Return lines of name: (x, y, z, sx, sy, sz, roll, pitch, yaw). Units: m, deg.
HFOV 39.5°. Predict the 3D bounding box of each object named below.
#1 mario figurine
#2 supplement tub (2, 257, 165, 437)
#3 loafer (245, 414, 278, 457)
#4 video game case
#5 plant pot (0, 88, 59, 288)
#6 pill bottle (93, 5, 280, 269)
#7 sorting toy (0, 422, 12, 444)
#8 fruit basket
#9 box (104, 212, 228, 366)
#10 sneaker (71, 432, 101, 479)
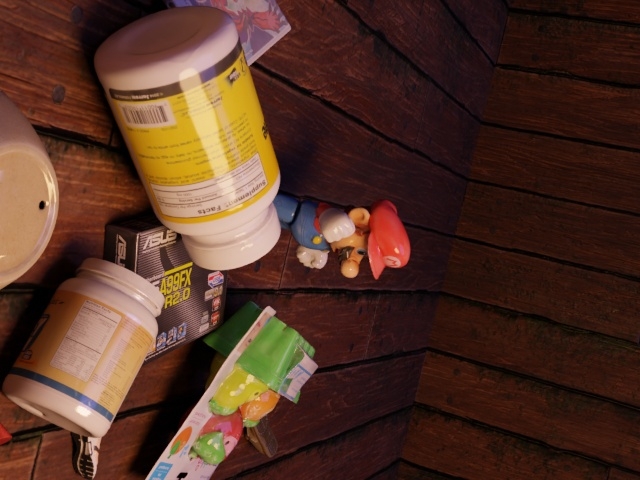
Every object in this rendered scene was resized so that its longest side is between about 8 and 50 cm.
mario figurine: (0.000, 0.000, 1.555, 0.198, 0.321, 0.170, -29, 129, -60)
supplement tub: (-0.301, 0.138, 1.155, 0.199, 0.144, 0.144, -66, 156, -24)
loafer: (-0.133, 0.388, 1.833, 0.056, 0.050, 0.148, -52, 132, -51)
video game case: (-0.140, -0.346, 1.297, 0.183, 0.023, 0.201, 58, 42, -20)
plant pot: (-0.365, -0.044, 0.837, 0.284, 0.191, 0.284, -45, 143, -50)
pill bottle: (-0.163, -0.130, 1.212, 0.188, 0.188, 0.333, -55, 141, -41)
sorting toy: (-0.445, 0.163, 0.865, 0.365, 0.127, 0.126, 33, 37, -74)
fruit basket: (-0.149, 0.298, 1.584, 0.353, 0.166, 0.327, -61, 163, -11)
box: (-0.233, 0.061, 1.382, 0.270, 0.060, 0.216, -23, 124, -63)
sneaker: (-0.337, 0.302, 1.306, 0.044, 0.040, 0.109, -38, 137, -60)
